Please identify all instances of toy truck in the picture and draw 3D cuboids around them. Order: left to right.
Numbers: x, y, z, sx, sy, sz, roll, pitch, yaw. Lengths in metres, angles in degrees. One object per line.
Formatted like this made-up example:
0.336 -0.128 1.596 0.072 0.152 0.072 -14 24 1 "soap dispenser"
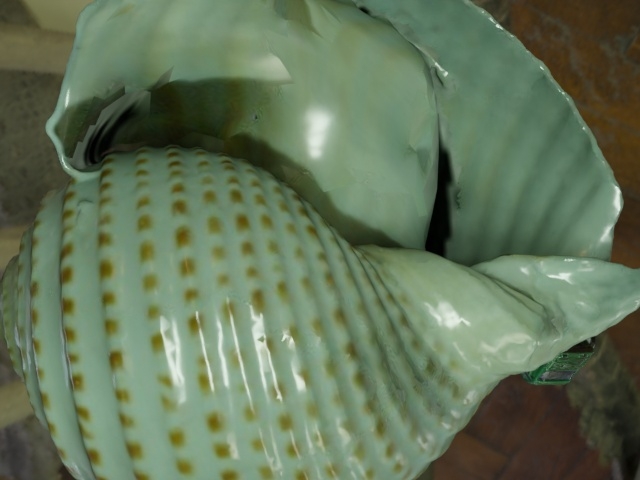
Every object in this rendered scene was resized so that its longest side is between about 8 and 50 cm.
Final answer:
0.218 0.087 1.188 0.065 0.147 0.079 2 126 -29 "toy truck"

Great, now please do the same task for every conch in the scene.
-0.011 0.004 0.610 0.319 0.303 0.215 4 162 -27 "conch"
